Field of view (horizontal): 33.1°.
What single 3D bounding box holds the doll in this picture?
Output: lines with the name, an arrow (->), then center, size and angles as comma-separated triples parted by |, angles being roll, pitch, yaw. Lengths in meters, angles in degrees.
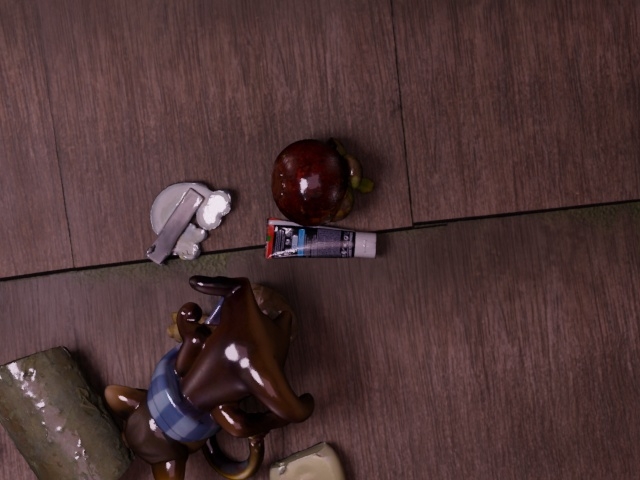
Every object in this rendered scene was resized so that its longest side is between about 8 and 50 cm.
doll -> -0.168, 0.236, 1.730 | 0.340, 0.209, 0.318 | -41, 95, 20

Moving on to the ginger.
ginger -> -0.147, 0.158, 1.834 | 0.213, 0.074, 0.137 | -20, 94, -10

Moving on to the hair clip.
hair clip -> -0.236, -0.035, 1.839 | 0.116, 0.049, 0.172 | 34, 84, -9

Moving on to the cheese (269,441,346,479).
cheese -> 0.008, 0.480, 1.859 | 0.127, 0.054, 0.251 | -22, 92, -2

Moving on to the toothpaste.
toothpaste -> 0.000, 0.000, 1.865 | 0.193, 0.045, 0.071 | 3, 82, 1

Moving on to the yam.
yam -> -0.428, 0.298, 1.767 | 0.161, 0.161, 0.268 | -33, 91, -4

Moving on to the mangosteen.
mangosteen -> 0.009, -0.101, 1.811 | 0.181, 0.146, 0.156 | -1, 87, -5
